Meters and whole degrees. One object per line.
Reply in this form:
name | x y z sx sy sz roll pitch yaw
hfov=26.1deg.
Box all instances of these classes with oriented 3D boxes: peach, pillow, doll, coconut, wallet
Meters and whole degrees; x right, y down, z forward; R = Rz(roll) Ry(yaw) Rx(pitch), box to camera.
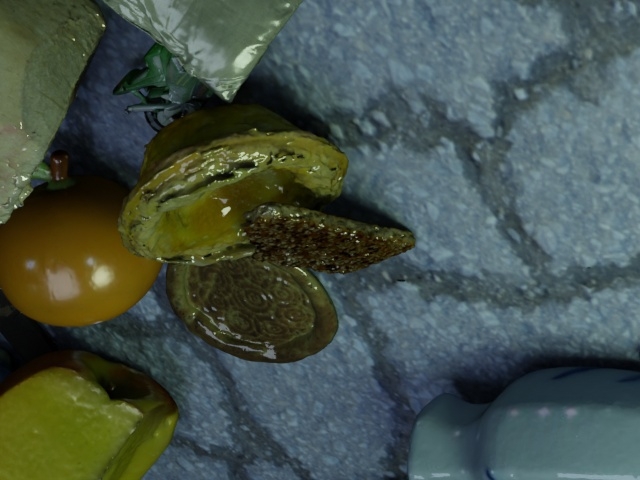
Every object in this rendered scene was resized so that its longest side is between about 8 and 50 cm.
peach | -0.390 0.336 2.004 0.242 0.380 0.306 29 -176 10
pillow | -0.144 -0.266 1.430 0.229 0.050 0.148 37 98 -12
doll | -0.312 -0.012 1.718 0.213 0.213 0.236 1 118 29
coconut | -0.393 -0.189 1.510 0.254 0.297 0.297 24 140 -12
wallet | -0.458 0.122 2.062 0.082 0.018 0.157 -10 125 36

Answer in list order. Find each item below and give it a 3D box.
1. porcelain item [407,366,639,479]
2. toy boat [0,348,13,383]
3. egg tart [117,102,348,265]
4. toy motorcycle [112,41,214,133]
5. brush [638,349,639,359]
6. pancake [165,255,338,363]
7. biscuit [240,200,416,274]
porcelain item | 0.319 0.267 1.644 0.405 0.178 0.243 -7 130 34
toy boat | -0.517 0.274 2.203 0.215 0.123 0.330 17 149 18
egg tart | -0.103 -0.064 1.545 0.288 0.118 0.288 -17 157 -8
toy motorcycle | -0.156 -0.192 1.532 0.106 0.074 0.190 39 133 -9
brush | 0.462 0.161 1.582 0.196 0.021 0.070 26 139 0
pancake | -0.092 0.075 1.797 0.250 0.031 0.250 15 136 15
biscuit | -0.011 0.003 1.580 0.236 0.026 0.131 10 154 -43
